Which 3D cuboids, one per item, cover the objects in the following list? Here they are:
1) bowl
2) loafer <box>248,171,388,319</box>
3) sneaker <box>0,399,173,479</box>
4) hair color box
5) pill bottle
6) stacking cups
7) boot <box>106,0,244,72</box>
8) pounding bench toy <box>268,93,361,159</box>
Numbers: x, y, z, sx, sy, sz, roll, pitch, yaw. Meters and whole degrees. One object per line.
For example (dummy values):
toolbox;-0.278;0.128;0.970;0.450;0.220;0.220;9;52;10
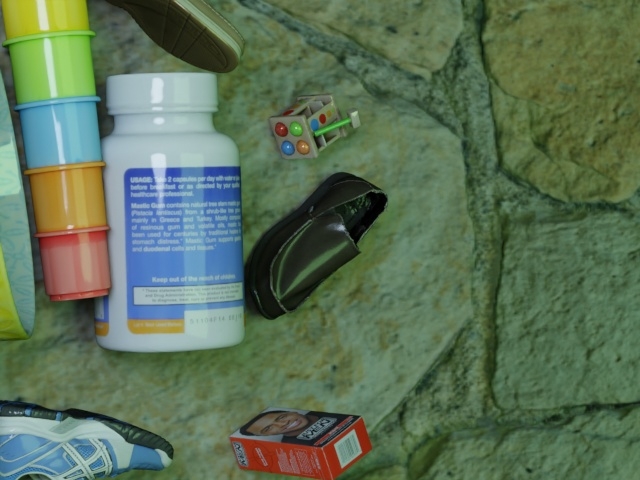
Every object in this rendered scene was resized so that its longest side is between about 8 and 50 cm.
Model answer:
bowl;-0.350;-0.044;1.728;0.156;0.289;0.289;-9;99;-3
loafer;0.000;0.000;2.173;0.220;0.078;0.080;-53;126;-32
sneaker;-0.240;0.209;1.934;0.211;0.080;0.081;13;87;-36
hair color box;-0.022;0.216;2.107;0.072;0.141;0.043;-34;114;-41
pill bottle;-0.153;-0.029;1.960;0.152;0.152;0.272;-3;93;-46
stacking cups;-0.251;-0.101;1.877;0.096;0.096;0.316;-5;88;-46
boot;-0.135;-0.279;1.982;0.213;0.077;0.165;37;54;1
pounding bench toy;-0.004;-0.124;2.164;0.065;0.083;0.052;-39;118;-40
